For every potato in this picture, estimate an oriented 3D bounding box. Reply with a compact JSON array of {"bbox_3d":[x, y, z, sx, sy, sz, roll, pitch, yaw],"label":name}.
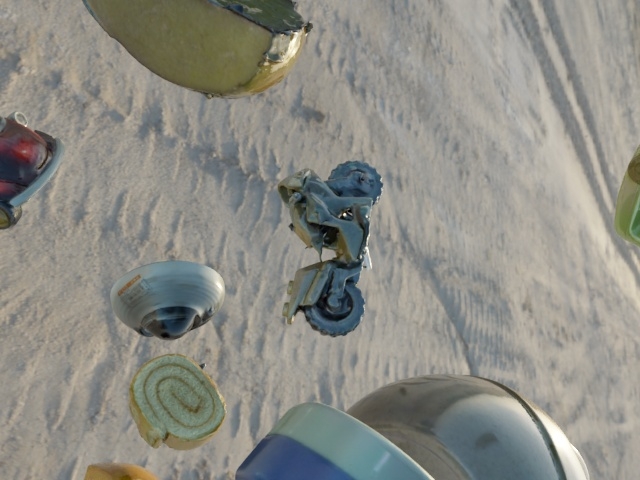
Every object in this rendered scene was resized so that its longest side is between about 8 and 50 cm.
[{"bbox_3d":[-0.095,-0.156,0.399,0.100,0.172,0.089,-53,169,-55],"label":"potato"}]

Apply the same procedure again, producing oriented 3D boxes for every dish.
[{"bbox_3d":[-0.363,0.179,1.312,0.273,0.273,0.133,35,32,-49],"label":"dish"}]

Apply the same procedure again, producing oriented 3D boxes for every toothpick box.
[{"bbox_3d":[0.217,0.421,0.861,0.425,0.409,0.408,15,72,-53],"label":"toothpick box"}]

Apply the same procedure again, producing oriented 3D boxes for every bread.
[{"bbox_3d":[-0.221,0.251,0.822,0.122,0.073,0.149,-32,71,-33],"label":"bread"}]

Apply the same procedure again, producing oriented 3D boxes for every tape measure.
[{"bbox_3d":[0.056,0.215,0.392,0.215,0.351,0.098,45,58,1],"label":"tape measure"}]

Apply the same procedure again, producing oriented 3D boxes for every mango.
[{"bbox_3d":[-0.467,0.599,1.248,0.199,0.350,0.201,-14,68,-40],"label":"mango"}]

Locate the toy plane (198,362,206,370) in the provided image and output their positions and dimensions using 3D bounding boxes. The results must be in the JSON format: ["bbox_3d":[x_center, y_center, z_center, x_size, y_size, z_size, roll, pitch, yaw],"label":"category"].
[{"bbox_3d":[-0.333,0.348,1.410,0.083,0.031,0.078,-45,125,-37],"label":"toy plane"}]

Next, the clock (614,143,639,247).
[{"bbox_3d":[0.440,-0.102,0.649,0.170,0.069,0.232,-38,140,-12],"label":"clock"}]

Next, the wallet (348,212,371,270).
[{"bbox_3d":[0.082,-0.029,1.216,0.124,0.032,0.182,-107,-178,-48],"label":"wallet"}]

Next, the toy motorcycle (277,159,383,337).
[{"bbox_3d":[0.000,0.000,0.647,0.094,0.130,0.229,102,0,-65],"label":"toy motorcycle"}]

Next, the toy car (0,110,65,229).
[{"bbox_3d":[-0.305,-0.067,0.452,0.112,0.139,0.112,-92,155,-49],"label":"toy car"}]
